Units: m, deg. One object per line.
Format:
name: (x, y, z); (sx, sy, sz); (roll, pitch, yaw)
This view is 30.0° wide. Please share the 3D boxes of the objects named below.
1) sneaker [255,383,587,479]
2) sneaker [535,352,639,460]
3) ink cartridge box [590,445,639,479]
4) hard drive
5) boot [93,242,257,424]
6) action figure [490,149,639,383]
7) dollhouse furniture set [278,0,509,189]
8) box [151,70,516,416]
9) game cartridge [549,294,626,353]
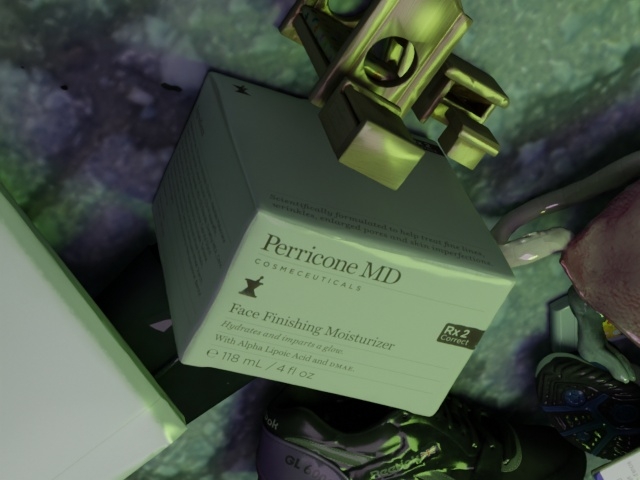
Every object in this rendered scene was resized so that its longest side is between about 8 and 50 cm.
sneaker: (0.090, 0.164, 0.966); (0.283, 0.107, 0.124); (-2, 118, -14)
sneaker: (0.272, 0.140, 1.012); (0.211, 0.081, 0.080); (23, 128, -16)
ink cartridge box: (0.407, 0.155, 0.937); (0.370, 0.069, 0.176); (-29, 104, 3)
hard drive: (-0.256, 0.059, 0.748); (0.203, 0.040, 0.308); (-37, 103, -4)
boot: (-0.184, 0.069, 0.833); (0.207, 0.094, 0.246); (-43, 114, 6)
action figure: (0.329, -0.066, 0.855); (0.275, 0.248, 0.370); (35, 111, -1)
dollhouse furniture set: (0.082, -0.099, 0.733); (0.161, 0.182, 0.101); (25, 114, -27)
box: (0.000, 0.000, 0.779); (0.180, 0.182, 0.119); (15, 119, -23)
game cartridge: (0.230, 0.061, 0.985); (0.083, 0.017, 0.056); (-14, 122, -6)
